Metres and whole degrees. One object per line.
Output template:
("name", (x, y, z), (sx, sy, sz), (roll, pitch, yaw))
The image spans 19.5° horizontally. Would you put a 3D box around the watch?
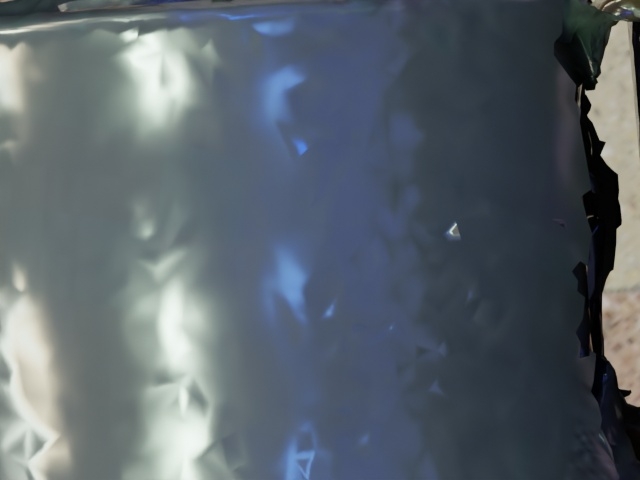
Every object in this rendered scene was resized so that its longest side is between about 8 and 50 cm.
("watch", (0.000, 0.000, 0.554), (0.326, 0.335, 0.314), (-5, 96, 5))
